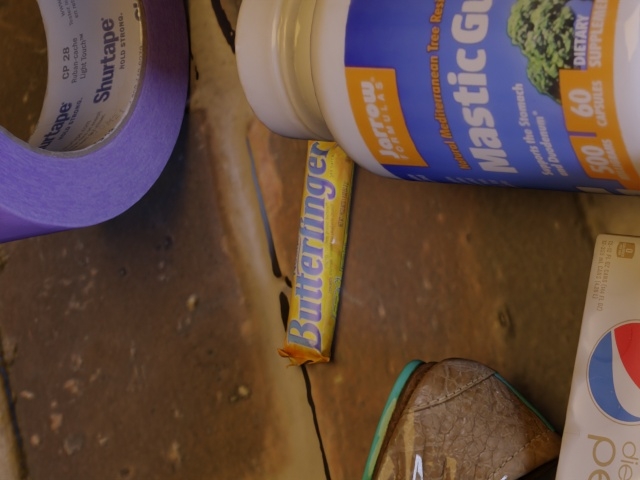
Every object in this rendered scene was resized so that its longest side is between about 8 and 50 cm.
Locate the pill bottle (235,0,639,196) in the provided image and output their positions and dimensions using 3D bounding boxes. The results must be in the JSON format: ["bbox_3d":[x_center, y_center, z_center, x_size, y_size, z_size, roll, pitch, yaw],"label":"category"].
[{"bbox_3d":[0.091,-0.105,1.036,0.272,0.152,0.152,5,83,36],"label":"pill bottle"}]

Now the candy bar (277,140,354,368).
[{"bbox_3d":[0.000,0.000,1.164,0.040,0.018,0.161,2,81,36],"label":"candy bar"}]

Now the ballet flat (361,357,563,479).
[{"bbox_3d":[0.045,0.235,1.041,0.124,0.116,0.342,23,91,18],"label":"ballet flat"}]

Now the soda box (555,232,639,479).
[{"bbox_3d":[0.172,0.108,0.984,0.074,0.069,0.216,7,84,37],"label":"soda box"}]

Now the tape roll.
[{"bbox_3d":[-0.202,-0.137,1.178,0.090,0.275,0.274,-9,75,35],"label":"tape roll"}]
